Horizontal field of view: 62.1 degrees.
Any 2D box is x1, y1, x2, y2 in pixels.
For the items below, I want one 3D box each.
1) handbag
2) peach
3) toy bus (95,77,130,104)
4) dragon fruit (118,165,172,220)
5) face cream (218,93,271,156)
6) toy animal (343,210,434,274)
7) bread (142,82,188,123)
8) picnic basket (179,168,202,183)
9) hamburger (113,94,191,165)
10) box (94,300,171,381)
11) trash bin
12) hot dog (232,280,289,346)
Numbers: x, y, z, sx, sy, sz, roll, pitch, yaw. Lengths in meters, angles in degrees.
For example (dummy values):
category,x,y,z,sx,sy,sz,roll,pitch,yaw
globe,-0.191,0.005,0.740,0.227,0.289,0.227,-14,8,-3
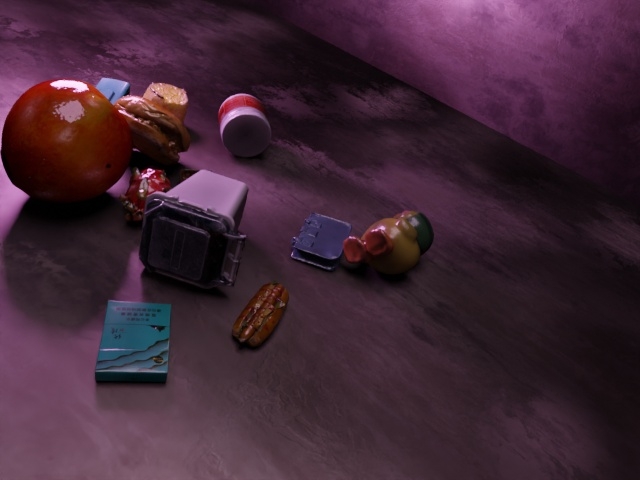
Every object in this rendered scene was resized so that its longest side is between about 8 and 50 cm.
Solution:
category,x,y,z,sx,sy,sz,roll,pitch,yaw
handbag,0.000,0.000,1.816,0.179,0.062,0.229,18,36,4
peach,-0.769,-0.286,1.609,0.388,0.388,0.388,12,37,-9
toy bus,-0.826,-0.521,2.062,0.128,0.147,0.256,9,36,-10
dragon fruit,-0.550,-0.142,1.683,0.166,0.160,0.172,48,24,-35
face cream,-0.311,-0.471,2.171,0.201,0.201,0.187,4,39,-19
toy animal,0.255,0.013,1.805,0.338,0.216,0.191,-21,87,-48
bread,-0.638,-0.539,2.148,0.197,0.170,0.197,22,35,-17
picnic basket,-0.436,-0.180,1.862,0.110,0.054,0.193,1,40,-21
hamburger,-0.613,-0.392,1.878,0.319,0.318,0.158,22,77,5
box,-0.454,0.245,1.311,0.161,0.042,0.226,5,38,-16
trash bin,-0.338,-0.049,1.596,0.296,0.255,0.367,17,28,1
hot dog,-0.160,0.198,1.473,0.104,0.076,0.250,26,35,9
